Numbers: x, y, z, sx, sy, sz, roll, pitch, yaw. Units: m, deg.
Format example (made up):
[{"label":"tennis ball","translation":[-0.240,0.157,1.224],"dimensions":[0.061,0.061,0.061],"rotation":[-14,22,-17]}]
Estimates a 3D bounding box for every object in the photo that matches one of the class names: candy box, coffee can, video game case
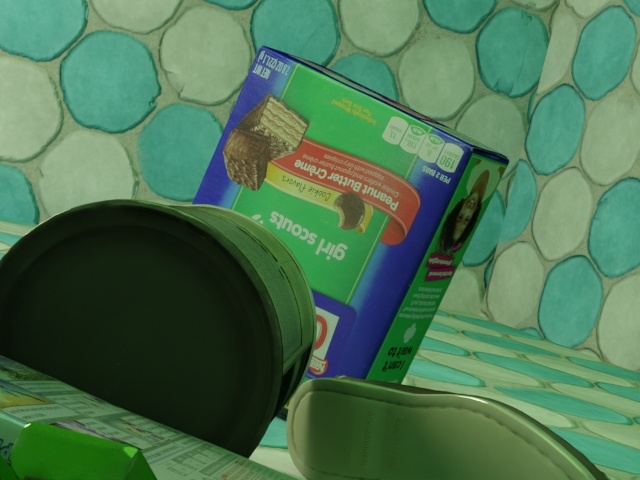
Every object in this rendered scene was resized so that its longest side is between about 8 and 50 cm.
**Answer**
[{"label":"candy box","translation":[0.000,0.000,1.371],"dimensions":[0.268,0.317,0.122],"rotation":[29,11,27]},{"label":"coffee can","translation":[-0.112,0.071,0.976],"dimensions":[0.202,0.201,0.275],"rotation":[14,3,5]},{"label":"video game case","translation":[-0.106,0.129,0.700],"dimensions":[0.244,0.061,0.269],"rotation":[23,-5,4]}]

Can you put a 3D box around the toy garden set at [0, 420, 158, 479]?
[{"label":"toy garden set","translation":[-0.158,0.126,0.523],"dimensions":[0.244,0.049,0.204],"rotation":[10,-36,21]}]

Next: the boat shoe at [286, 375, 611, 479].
[{"label":"boat shoe","translation":[0.109,0.172,1.033],"dimensions":[0.097,0.116,0.324],"rotation":[8,0,-41]}]
